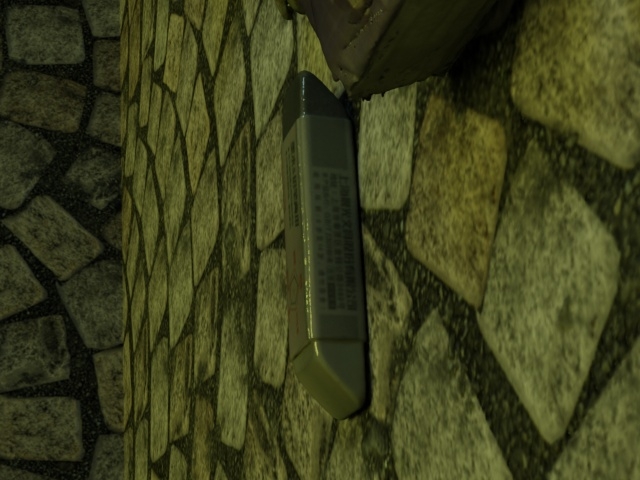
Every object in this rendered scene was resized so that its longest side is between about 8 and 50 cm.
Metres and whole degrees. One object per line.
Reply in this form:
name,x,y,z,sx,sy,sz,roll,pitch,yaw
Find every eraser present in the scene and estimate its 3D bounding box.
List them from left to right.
eraser,0.000,0.000,1.211,0.089,0.061,0.352,128,143,-64

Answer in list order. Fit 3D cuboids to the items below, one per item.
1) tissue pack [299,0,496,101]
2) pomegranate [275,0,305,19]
tissue pack,0.023,-0.309,0.909,0.343,0.125,0.242,66,158,13
pomegranate,-0.052,-0.339,1.314,0.180,0.180,0.209,-125,14,-65
